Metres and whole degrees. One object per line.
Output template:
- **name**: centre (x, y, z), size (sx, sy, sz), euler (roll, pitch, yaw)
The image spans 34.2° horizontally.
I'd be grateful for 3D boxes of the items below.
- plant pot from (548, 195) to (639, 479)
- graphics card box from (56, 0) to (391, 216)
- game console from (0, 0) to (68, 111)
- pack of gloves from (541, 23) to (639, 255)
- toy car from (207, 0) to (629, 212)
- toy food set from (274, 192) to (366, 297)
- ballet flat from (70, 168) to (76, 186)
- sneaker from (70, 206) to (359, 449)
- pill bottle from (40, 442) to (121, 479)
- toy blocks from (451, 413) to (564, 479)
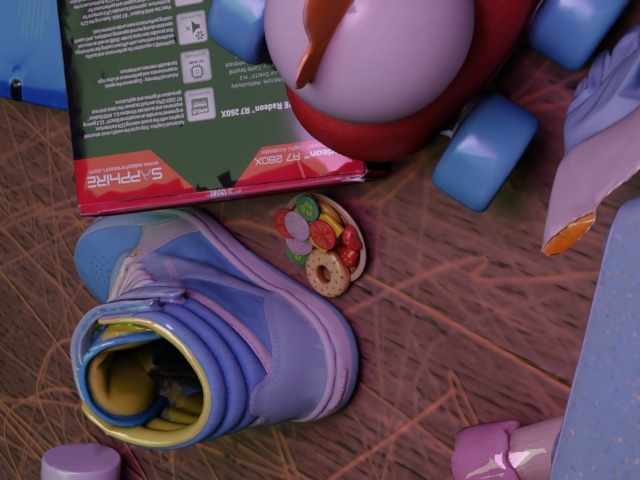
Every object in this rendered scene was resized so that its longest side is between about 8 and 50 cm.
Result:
- **plant pot**: centre (0.251, 0.075, 0.460), size (0.252, 0.248, 0.247), euler (19, 106, 30)
- **graphics card box**: centre (-0.084, -0.214, 0.785), size (0.232, 0.094, 0.371), euler (-7, 91, 17)
- **game console**: centre (-0.285, -0.295, 1.039), size (0.250, 0.173, 0.293), euler (12, 105, 7)
- **pack of gloves**: centre (0.209, -0.097, 0.544), size (0.046, 0.232, 0.195), euler (41, 124, -9)
- **toy car**: centre (0.045, -0.141, 0.584), size (0.219, 0.238, 0.210), euler (35, 101, 7)
- **toy food set**: centre (0.000, 0.000, 0.814), size (0.082, 0.020, 0.083), euler (46, 141, 9)
- **ballet flat**: centre (-0.143, -0.101, 0.918), size (0.206, 0.073, 0.067), euler (-19, 69, 32)
- **sneaker**: centre (-0.145, 0.056, 0.836), size (0.319, 0.208, 0.127), euler (24, 110, 37)
- **pill bottle**: centre (-0.235, 0.295, 1.003), size (0.103, 0.103, 0.184), euler (14, 103, 38)
- **toy blocks**: centre (0.081, 0.290, 0.624), size (0.260, 0.288, 0.309), euler (-27, 80, 35)
